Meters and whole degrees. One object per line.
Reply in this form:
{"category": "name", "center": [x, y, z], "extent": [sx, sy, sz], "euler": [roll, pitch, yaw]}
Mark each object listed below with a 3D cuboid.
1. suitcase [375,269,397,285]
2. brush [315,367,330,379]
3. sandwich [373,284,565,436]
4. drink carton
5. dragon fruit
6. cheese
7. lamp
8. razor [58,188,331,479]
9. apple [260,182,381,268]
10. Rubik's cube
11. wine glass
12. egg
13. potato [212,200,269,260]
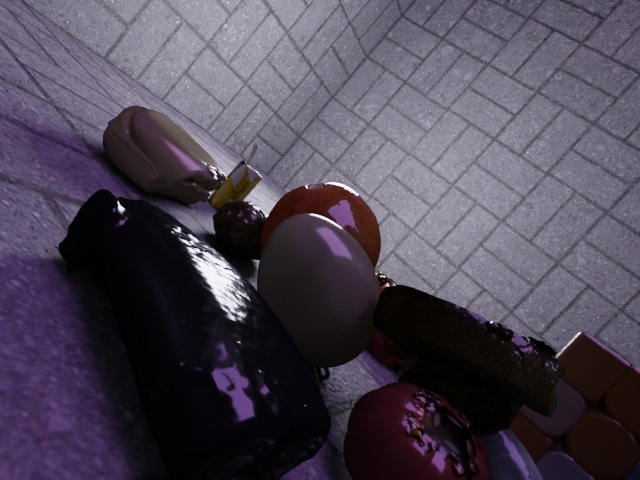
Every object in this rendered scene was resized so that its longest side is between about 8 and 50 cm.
{"category": "suitcase", "center": [0.216, 0.205, 1.555], "extent": [0.235, 0.143, 0.194], "euler": [43, 6, 21]}
{"category": "brush", "center": [-0.014, 0.175, 0.839], "extent": [0.062, 0.027, 0.266], "euler": [24, 11, -17]}
{"category": "sandwich", "center": [0.176, 0.196, 0.682], "extent": [0.251, 0.162, 0.301], "euler": [28, -15, 12]}
{"category": "drink carton", "center": [-0.214, -0.164, 1.222], "extent": [0.074, 0.200, 0.084], "euler": [40, 6, -27]}
{"category": "dragon fruit", "center": [0.185, 0.233, 1.162], "extent": [0.282, 0.147, 0.211], "euler": [59, 9, 24]}
{"category": "cheese", "center": [-0.314, -0.164, 0.940], "extent": [0.233, 0.127, 0.266], "euler": [42, 7, 4]}
{"category": "lamp", "center": [0.108, 0.259, 0.530], "extent": [0.182, 0.140, 0.182], "euler": [28, 26, -15]}
{"category": "razor", "center": [-0.127, 0.077, 0.449], "extent": [0.327, 0.107, 0.189], "euler": [45, 6, 34]}
{"category": "apple", "center": [0.000, 0.000, 0.904], "extent": [0.242, 0.242, 0.241], "euler": [40, 37, -13]}
{"category": "Rubik's cube", "center": [0.607, 0.466, 0.987], "extent": [0.344, 0.347, 0.346], "euler": [45, -1, 39]}
{"category": "wine glass", "center": [0.223, 0.343, 0.511], "extent": [0.264, 0.096, 0.309], "euler": [35, 21, -36]}
{"category": "egg", "center": [-0.004, 0.078, 0.694], "extent": [0.188, 0.189, 0.253], "euler": [-128, -162, -62]}
{"category": "potato", "center": [-0.156, -0.018, 0.989], "extent": [0.149, 0.113, 0.251], "euler": [34, -4, 6]}
